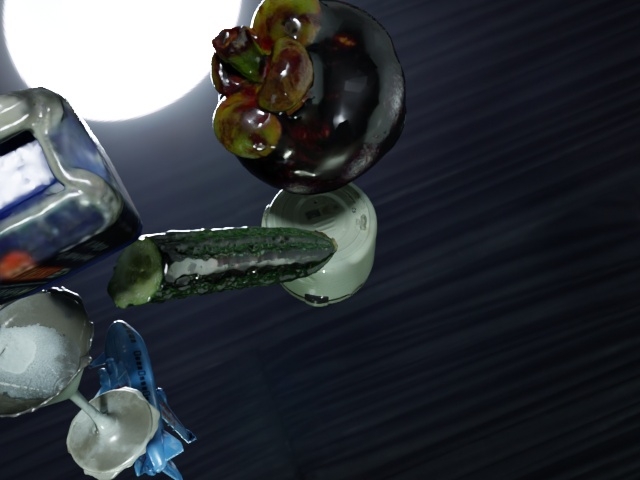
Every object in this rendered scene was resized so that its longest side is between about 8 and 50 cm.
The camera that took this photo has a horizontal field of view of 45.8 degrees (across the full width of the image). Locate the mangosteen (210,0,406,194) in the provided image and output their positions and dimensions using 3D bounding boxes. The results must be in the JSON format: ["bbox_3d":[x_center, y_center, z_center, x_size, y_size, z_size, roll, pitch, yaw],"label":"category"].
[{"bbox_3d":[-0.029,-0.207,1.018,0.233,0.287,0.288,-110,2,-55],"label":"mangosteen"}]

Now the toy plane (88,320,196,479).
[{"bbox_3d":[-0.287,0.245,1.170,0.271,0.105,0.254,56,-174,31],"label":"toy plane"}]

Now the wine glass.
[{"bbox_3d":[-0.283,0.177,0.869,0.232,0.156,0.156,71,175,-52],"label":"wine glass"}]

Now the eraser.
[{"bbox_3d":[-0.225,-0.016,0.577,0.102,0.155,0.332,61,170,-2],"label":"eraser"}]

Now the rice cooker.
[{"bbox_3d":[0.000,0.000,1.485,0.244,0.226,0.226,81,167,-66],"label":"rice cooker"}]

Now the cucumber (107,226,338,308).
[{"bbox_3d":[-0.095,0.022,0.818,0.077,0.265,0.077,6,98,48],"label":"cucumber"}]
